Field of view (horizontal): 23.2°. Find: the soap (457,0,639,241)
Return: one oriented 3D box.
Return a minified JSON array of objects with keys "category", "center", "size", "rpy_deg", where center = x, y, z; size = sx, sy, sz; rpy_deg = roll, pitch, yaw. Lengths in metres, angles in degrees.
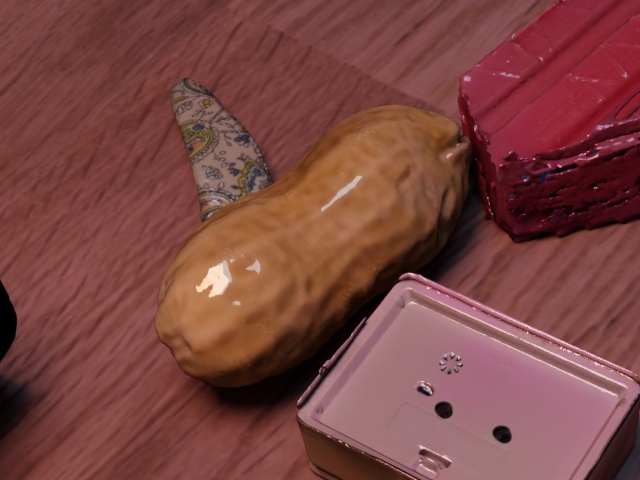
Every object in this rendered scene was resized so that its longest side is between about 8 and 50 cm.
[{"category":"soap","center":[0.214,-0.108,1.202],"size":[0.250,0.099,0.162],"rpy_deg":[-38,56,-22]}]

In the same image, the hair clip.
[{"category":"hair clip","center":[-0.080,-0.061,1.248],"size":[0.066,0.036,0.229],"rpy_deg":[-15,50,-13]}]

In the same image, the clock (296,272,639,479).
[{"category":"clock","center":[0.100,0.122,1.045],"size":[0.192,0.071,0.147],"rpy_deg":[24,58,26]}]

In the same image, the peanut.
[{"category":"peanut","center":[0.000,0.000,1.132],"size":[0.290,0.130,0.130],"rpy_deg":[-37,55,-24]}]

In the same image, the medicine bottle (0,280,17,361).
[{"category":"medicine bottle","center":[-0.390,0.141,0.996],"size":[0.242,0.242,0.395],"rpy_deg":[22,63,24]}]
